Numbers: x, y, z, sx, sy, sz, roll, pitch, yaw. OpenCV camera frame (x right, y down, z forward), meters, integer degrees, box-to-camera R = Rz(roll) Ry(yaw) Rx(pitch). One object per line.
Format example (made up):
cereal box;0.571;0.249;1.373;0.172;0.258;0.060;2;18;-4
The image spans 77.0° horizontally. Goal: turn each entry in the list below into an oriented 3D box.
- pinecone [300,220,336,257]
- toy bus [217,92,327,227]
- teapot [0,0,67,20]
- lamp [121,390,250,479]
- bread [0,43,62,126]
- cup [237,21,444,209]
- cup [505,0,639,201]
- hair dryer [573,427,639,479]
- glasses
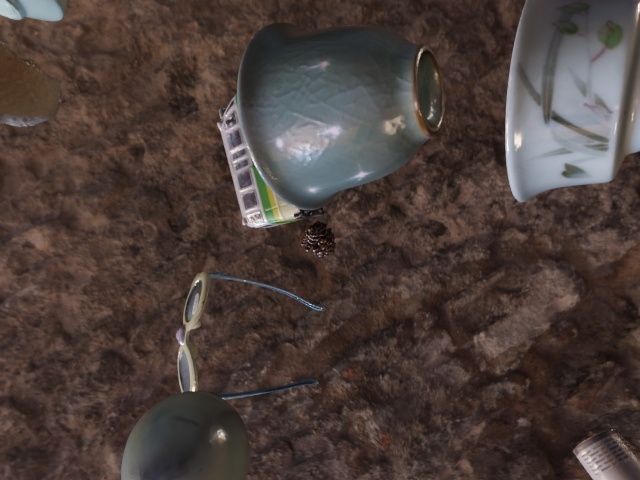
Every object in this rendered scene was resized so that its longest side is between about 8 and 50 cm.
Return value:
pinecone;0.000;0.000;0.892;0.077;0.083;0.077;-32;-141;29
toy bus;-0.110;-0.183;0.886;0.179;0.143;0.305;-14;-89;25
teapot;-0.237;-0.256;0.271;0.159;0.232;0.159;0;-97;4
lamp;-0.111;0.183;0.339;0.105;0.105;0.105;-5;-120;9
bread;-0.565;-0.250;0.571;0.102;0.337;0.183;33;-91;28
cup;0.039;-0.133;0.404;0.150;0.199;0.199;0;-122;35
cup;0.422;-0.228;0.633;0.163;0.347;0.347;10;-118;37
hair dryer;0.397;0.238;0.360;0.220;0.053;0.195;-27;-134;2
glasses;-0.100;0.147;0.596;0.220;0.088;0.190;6;-97;-9
